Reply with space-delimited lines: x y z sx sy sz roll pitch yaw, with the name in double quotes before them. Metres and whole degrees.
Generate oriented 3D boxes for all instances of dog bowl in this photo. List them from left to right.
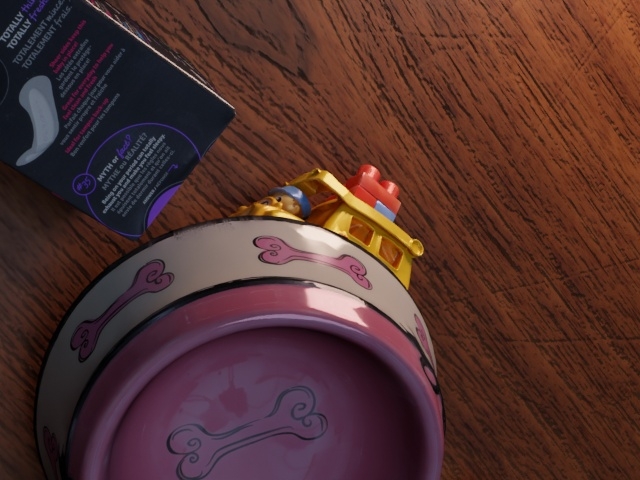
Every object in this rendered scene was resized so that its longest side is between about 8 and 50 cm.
"dog bowl" -0.064 0.191 1.339 0.408 0.150 0.408 -5 113 -12

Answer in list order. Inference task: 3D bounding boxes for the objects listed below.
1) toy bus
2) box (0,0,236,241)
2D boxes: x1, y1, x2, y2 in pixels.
"toy bus" 0.000 0.000 1.491 0.220 0.149 0.211 35 59 -25
"box" -0.241 -0.148 1.289 0.270 0.143 0.165 35 97 -32
